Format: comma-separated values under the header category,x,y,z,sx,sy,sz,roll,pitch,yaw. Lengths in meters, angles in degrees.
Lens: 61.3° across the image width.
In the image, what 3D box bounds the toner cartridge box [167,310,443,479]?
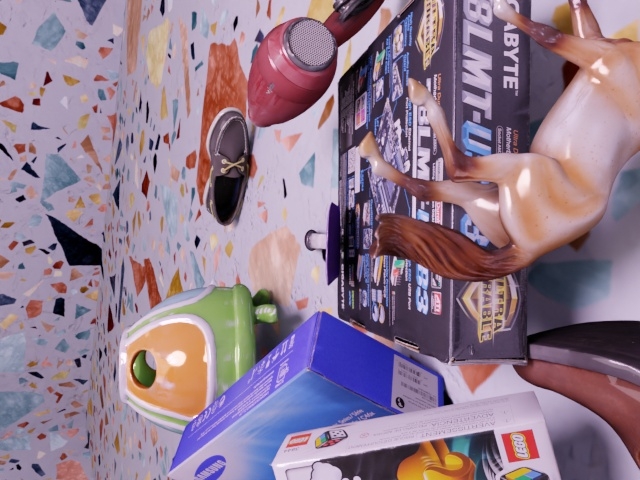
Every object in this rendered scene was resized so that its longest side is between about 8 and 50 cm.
category,x,y,z,sx,sy,sz,roll,pitch,yaw
toner cartridge box,-0.034,0.225,0.635,0.348,0.165,0.075,-46,20,39

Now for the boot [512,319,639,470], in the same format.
category,x,y,z,sx,sy,sz,roll,pitch,yaw
boot,0.238,0.202,0.346,0.264,0.096,0.281,3,100,52

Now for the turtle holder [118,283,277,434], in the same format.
category,x,y,z,sx,sy,sz,roll,pitch,yaw
turtle holder,-0.193,0.177,0.878,0.320,0.227,0.244,-117,28,-67

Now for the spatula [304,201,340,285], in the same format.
category,x,y,z,sx,sy,sz,roll,pitch,yaw
spatula,0.000,0.000,0.665,0.296,0.030,0.084,-170,81,-82

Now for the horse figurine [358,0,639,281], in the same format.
category,x,y,z,sx,sy,sz,roll,pitch,yaw
horse figurine,0.140,-0.070,0.334,0.263,0.174,0.066,-52,1,0

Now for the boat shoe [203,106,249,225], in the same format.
category,x,y,z,sx,sy,sz,roll,pitch,yaw
boat shoe,-0.170,-0.133,1.011,0.069,0.081,0.228,54,140,41

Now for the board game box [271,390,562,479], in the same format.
category,x,y,z,sx,sy,sz,roll,pitch,yaw
board game box,0.100,0.278,0.393,0.192,0.053,0.306,-16,93,15

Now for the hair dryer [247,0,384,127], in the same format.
category,x,y,z,sx,sy,sz,roll,pitch,yaw
hair dryer,0.020,-0.208,0.568,0.293,0.223,0.080,-34,95,30

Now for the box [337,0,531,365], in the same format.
category,x,y,z,sx,sy,sz,roll,pitch,yaw
box,0.085,-0.054,0.514,0.293,0.073,0.296,172,99,-75
